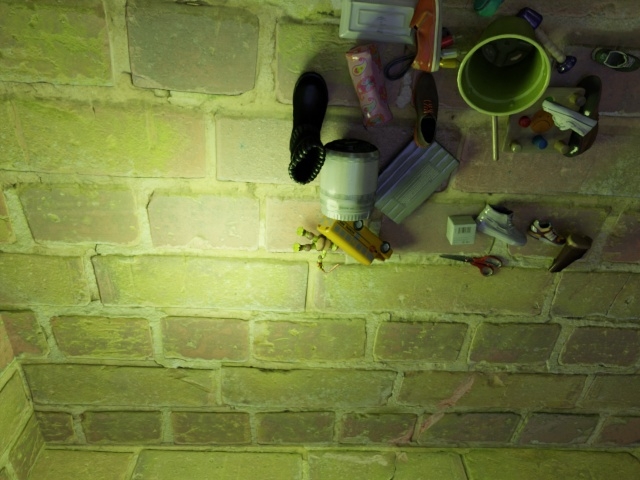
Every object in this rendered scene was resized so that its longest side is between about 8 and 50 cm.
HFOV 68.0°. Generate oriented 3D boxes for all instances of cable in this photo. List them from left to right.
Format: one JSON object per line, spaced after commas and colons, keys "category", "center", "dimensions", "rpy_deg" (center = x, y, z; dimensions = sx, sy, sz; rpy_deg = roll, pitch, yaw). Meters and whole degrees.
{"category": "cable", "center": [0.361, -0.651, 1.663], "dimensions": [0.287, 0.072, 0.140], "rpy_deg": [-13, 115, 5]}

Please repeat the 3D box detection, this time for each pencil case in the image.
{"category": "pencil case", "center": [0.174, -0.546, 1.691], "dimensions": [0.124, 0.124, 0.284], "rpy_deg": [-16, 121, 6]}

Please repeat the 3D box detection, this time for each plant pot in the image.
{"category": "plant pot", "center": [0.611, -0.604, 1.573], "dimensions": [0.276, 0.254, 0.276], "rpy_deg": [13, 141, 11]}

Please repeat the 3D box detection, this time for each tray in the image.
{"category": "tray", "center": [0.204, -0.754, 1.617], "dimensions": [0.270, 0.030, 0.145], "rpy_deg": [3, 122, -5]}

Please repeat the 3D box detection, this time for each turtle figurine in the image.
{"category": "turtle figurine", "center": [0.000, 0.000, 2.023], "dimensions": [0.217, 0.087, 0.270], "rpy_deg": [13, 108, -27]}

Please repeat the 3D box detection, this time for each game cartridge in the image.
{"category": "game cartridge", "center": [0.359, -0.252, 1.911], "dimensions": [0.230, 0.068, 0.355], "rpy_deg": [34, 114, -25]}

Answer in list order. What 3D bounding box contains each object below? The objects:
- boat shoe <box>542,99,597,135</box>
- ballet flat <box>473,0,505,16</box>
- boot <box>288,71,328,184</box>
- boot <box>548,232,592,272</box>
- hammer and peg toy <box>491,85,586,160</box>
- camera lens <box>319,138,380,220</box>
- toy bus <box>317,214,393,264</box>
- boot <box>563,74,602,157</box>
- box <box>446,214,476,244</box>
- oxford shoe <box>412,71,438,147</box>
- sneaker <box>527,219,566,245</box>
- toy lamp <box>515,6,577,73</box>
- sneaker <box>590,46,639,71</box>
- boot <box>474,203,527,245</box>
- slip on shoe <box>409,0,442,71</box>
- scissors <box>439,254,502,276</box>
{"category": "boat shoe", "center": [0.867, -0.424, 1.669], "dimensions": [0.226, 0.083, 0.076], "rpy_deg": [16, 119, -14]}
{"category": "ballet flat", "center": [0.606, -0.854, 1.562], "dimensions": [0.087, 0.083, 0.247], "rpy_deg": [14, 122, -39]}
{"category": "boot", "center": [-0.041, -0.396, 1.682], "dimensions": [0.131, 0.260, 0.348], "rpy_deg": [4, 121, -5]}
{"category": "boot", "center": [1.077, 0.070, 2.071], "dimensions": [0.248, 0.090, 0.207], "rpy_deg": [-1, 134, -46]}
{"category": "hammer and peg toy", "center": [0.773, -0.444, 1.779], "dimensions": [0.361, 0.127, 0.266], "rpy_deg": [-1, 123, -3]}
{"category": "camera lens", "center": [0.107, -0.236, 1.796], "dimensions": [0.219, 0.219, 0.274], "rpy_deg": [1, 113, -4]}
{"category": "toy bus", "center": [0.150, -0.005, 1.969], "dimensions": [0.332, 0.108, 0.130], "rpy_deg": [38, 79, -31]}
{"category": "boot", "center": [1.008, -0.474, 1.806], "dimensions": [0.115, 0.112, 0.305], "rpy_deg": [-15, 124, -24]}
{"category": "box", "center": [0.600, -0.044, 2.029], "dimensions": [0.101, 0.087, 0.102], "rpy_deg": [-3, 122, -1]}
{"category": "oxford shoe", "center": [0.392, -0.477, 1.724], "dimensions": [0.096, 0.098, 0.272], "rpy_deg": [-5, 100, -2]}
{"category": "sneaker", "center": [1.002, -0.035, 2.068], "dimensions": [0.185, 0.070, 0.084], "rpy_deg": [13, 125, -11]}
{"category": "toy lamp", "center": [0.784, -0.701, 1.655], "dimensions": [0.274, 0.080, 0.080], "rpy_deg": [33, 114, -23]}
{"category": "sneaker", "center": [1.075, -0.639, 1.700], "dimensions": [0.192, 0.086, 0.064], "rpy_deg": [11, 120, -10]}
{"category": "boot", "center": [0.793, -0.068, 2.019], "dimensions": [0.258, 0.095, 0.123], "rpy_deg": [18, 125, -12]}
{"category": "slip on shoe", "center": [0.345, -0.731, 1.568], "dimensions": [0.101, 0.123, 0.331], "rpy_deg": [-1, 109, 6]}
{"category": "scissors", "center": [0.686, 0.083, 2.153], "dimensions": [0.297, 0.021, 0.109], "rpy_deg": [22, 120, -14]}
